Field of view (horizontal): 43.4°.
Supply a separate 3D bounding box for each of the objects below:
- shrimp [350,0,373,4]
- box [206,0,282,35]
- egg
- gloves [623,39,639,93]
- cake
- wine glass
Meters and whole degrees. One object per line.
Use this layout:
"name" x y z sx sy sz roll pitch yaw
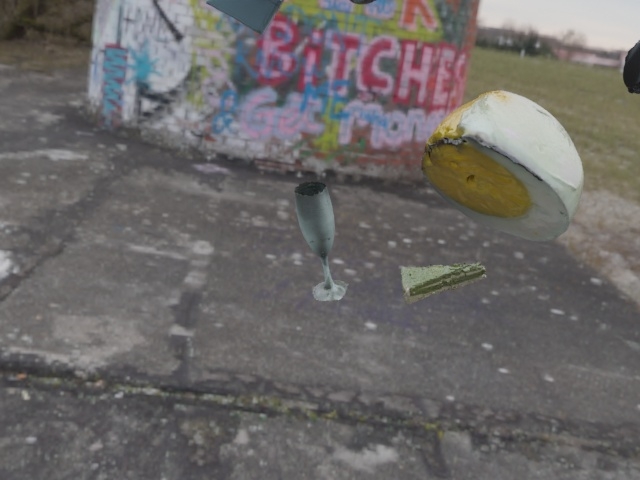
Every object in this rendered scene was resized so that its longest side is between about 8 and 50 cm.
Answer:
"shrimp" 0.114 -0.408 1.104 0.090 0.233 0.079 46 -19 -31
"box" -0.146 -0.516 1.667 0.162 0.130 0.227 28 12 -10
"egg" 0.364 -0.158 1.519 0.337 0.201 0.337 32 -12 8
"gloves" 0.788 -0.391 1.823 0.180 0.129 0.106 4 -25 -16
"cake" 0.195 0.056 1.297 0.140 0.051 0.055 -17 49 0
"wine glass" 0.000 0.000 1.286 0.066 0.198 0.066 -9 30 5
